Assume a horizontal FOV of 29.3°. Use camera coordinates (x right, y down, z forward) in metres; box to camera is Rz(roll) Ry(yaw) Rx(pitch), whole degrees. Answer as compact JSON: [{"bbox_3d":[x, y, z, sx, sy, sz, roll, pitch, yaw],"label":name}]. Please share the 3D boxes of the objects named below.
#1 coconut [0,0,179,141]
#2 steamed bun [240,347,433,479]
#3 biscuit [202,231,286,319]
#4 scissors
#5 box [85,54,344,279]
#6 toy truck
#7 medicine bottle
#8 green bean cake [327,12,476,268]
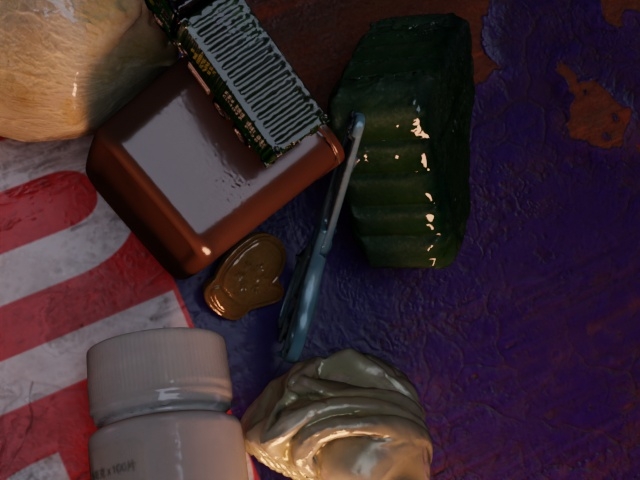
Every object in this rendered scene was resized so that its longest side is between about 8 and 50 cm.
[{"bbox_3d":[-0.359,-0.302,1.619,0.360,0.346,0.346,12,78,-4],"label":"coconut"},{"bbox_3d":[0.048,0.254,1.680,0.268,0.280,0.207,31,77,-8],"label":"steamed bun"},{"bbox_3d":[-0.098,0.056,1.782,0.118,0.023,0.140,33,92,-33],"label":"biscuit"},{"bbox_3d":[0.001,0.000,1.688,0.032,0.180,0.393,13,115,-11],"label":"scissors"},{"bbox_3d":[-0.159,-0.107,1.653,0.229,0.339,0.239,-41,94,-15],"label":"box"},{"bbox_3d":[-0.106,-0.214,1.444,0.088,0.121,0.259,-37,92,-13],"label":"toy truck"},{"bbox_3d":[-0.199,0.316,1.610,0.211,0.211,0.371,-3,69,-17],"label":"medicine bottle"},{"bbox_3d":[0.130,-0.146,1.797,0.169,0.300,0.308,-1,122,20],"label":"green bean cake"}]
